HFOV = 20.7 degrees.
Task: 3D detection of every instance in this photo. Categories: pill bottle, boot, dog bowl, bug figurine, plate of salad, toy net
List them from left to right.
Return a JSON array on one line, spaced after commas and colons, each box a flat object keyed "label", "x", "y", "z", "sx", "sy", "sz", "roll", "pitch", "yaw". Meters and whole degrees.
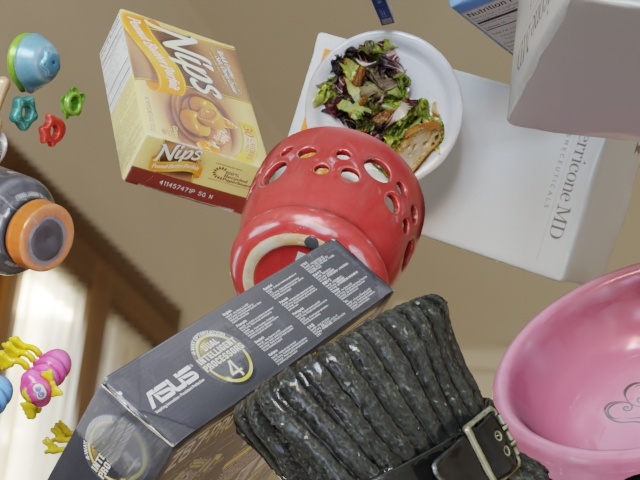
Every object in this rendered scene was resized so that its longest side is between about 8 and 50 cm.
[{"label": "pill bottle", "x": -0.423, "y": -0.032, "z": 2.216, "sx": 0.245, "sy": 0.130, "sz": 0.130, "roll": 19, "pitch": -10, "yaw": 37}, {"label": "toy net", "x": -0.365, "y": -0.140, "z": 2.045, "sx": 0.045, "sy": 0.232, "sz": 0.122, "roll": 7, "pitch": -48, "yaw": 31}, {"label": "bug figurine", "x": -0.289, "y": 0.221, "z": 1.828, "sx": 0.072, "sy": 0.216, "sz": 0.279, "roll": -15, "pitch": -65, "yaw": 22}, {"label": "plate of salad", "x": 0.078, "y": -0.165, "z": 2.190, "sx": 0.200, "sy": 0.200, "sz": 0.048, "roll": 3, "pitch": -1, "yaw": 8}, {"label": "boot", "x": 0.120, "y": 0.155, "z": 1.190, "sx": 0.131, "sy": 0.260, "sz": 0.348, "roll": -42, "pitch": -16, "yaw": 32}, {"label": "dog bowl", "x": 0.355, "y": 0.165, "z": 1.774, "sx": 0.408, "sy": 0.408, "sz": 0.150, "roll": -7, "pitch": -58, "yaw": 30}]

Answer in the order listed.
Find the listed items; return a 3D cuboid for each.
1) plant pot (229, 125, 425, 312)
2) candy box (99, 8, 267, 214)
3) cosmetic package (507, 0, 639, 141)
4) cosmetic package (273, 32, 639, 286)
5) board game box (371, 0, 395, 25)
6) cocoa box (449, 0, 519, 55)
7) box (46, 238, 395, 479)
[{"label": "plant pot", "x": 0.000, "y": 0.000, "z": 1.843, "sx": 0.191, "sy": 0.174, "sz": 0.191, "roll": 9, "pitch": -55, "yaw": 14}, {"label": "candy box", "x": -0.189, "y": -0.178, "z": 2.383, "sx": 0.183, "sy": 0.316, "sz": 0.087, "roll": 17, "pitch": -59, "yaw": -25}, {"label": "cosmetic package", "x": 0.366, "y": -0.316, "z": 1.572, "sx": 0.327, "sy": 0.394, "sz": 0.329, "roll": 7, "pitch": -15, "yaw": -2}, {"label": "cosmetic package", "x": 0.185, "y": -0.110, "z": 2.366, "sx": 0.453, "sy": 0.230, "sz": 0.161, "roll": 18, "pitch": 4, "yaw": 29}, {"label": "board game box", "x": 0.069, "y": -0.324, "z": 2.171, "sx": 0.020, "sy": 0.090, "sz": 0.090, "roll": -12, "pitch": -17, "yaw": 8}, {"label": "cocoa box", "x": 0.300, "y": -0.419, "z": 2.152, "sx": 0.231, "sy": 0.347, "sz": 0.228, "roll": -20, "pitch": -32, "yaw": 33}, {"label": "box", "x": -0.120, "y": 0.193, "z": 1.638, "sx": 0.097, "sy": 0.395, "sz": 0.318, "roll": 41, "pitch": -56, "yaw": 12}]
